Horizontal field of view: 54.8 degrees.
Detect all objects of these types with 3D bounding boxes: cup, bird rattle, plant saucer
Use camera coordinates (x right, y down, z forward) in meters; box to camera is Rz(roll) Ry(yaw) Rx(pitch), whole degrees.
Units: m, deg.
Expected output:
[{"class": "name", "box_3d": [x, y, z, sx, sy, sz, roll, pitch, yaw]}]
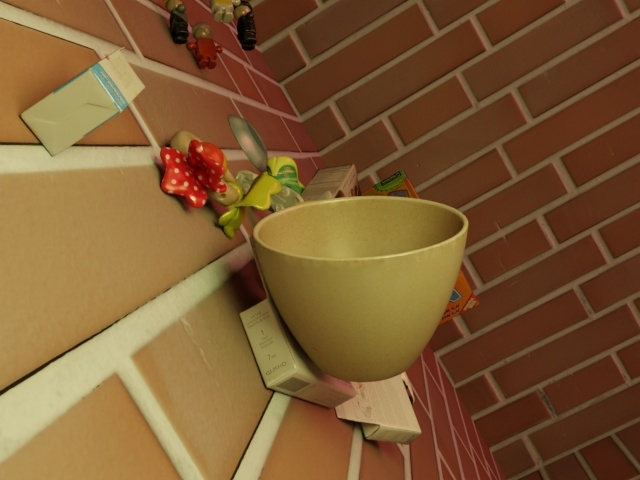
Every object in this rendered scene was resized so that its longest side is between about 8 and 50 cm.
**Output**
[{"class": "cup", "box_3d": [0.067, 0.082, 0.989, 0.331, 0.330, 0.237, -87, 174, -73]}, {"class": "bird rattle", "box_3d": [-0.207, -0.115, 1.113, 0.253, 0.143, 0.207, 25, 22, -52]}, {"class": "plant saucer", "box_3d": [-0.198, -0.288, 1.783, 0.195, 0.037, 0.195, 58, 10, -17]}]

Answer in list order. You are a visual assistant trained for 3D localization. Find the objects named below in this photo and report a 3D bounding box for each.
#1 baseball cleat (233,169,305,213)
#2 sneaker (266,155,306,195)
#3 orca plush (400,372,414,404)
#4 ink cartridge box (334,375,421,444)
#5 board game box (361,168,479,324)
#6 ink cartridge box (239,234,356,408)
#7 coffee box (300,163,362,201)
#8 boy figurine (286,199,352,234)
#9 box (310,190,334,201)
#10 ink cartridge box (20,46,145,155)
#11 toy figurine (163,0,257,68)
[{"class": "baseball cleat", "box_3d": [-0.103, -0.098, 1.416, 0.205, 0.072, 0.109, 34, -2, 14]}, {"class": "sneaker", "box_3d": [-0.087, -0.115, 1.736, 0.295, 0.109, 0.124, 54, 38, -54]}, {"class": "orca plush", "box_3d": [0.128, 0.304, 1.554, 0.102, 0.151, 0.287, 13, 43, -34]}, {"class": "ink cartridge box", "box_3d": [0.084, 0.308, 1.378, 0.238, 0.060, 0.275, 19, 35, -32]}, {"class": "board game box", "box_3d": [0.231, 0.070, 1.987, 0.356, 0.356, 0.356, 53, 12, -38]}, {"class": "ink cartridge box", "box_3d": [-0.052, 0.159, 1.129, 0.261, 0.066, 0.296, 66, 10, 29]}, {"class": "coffee box", "box_3d": [0.026, -0.073, 1.700, 0.297, 0.118, 0.168, -61, 141, -57]}, {"class": "boy figurine", "box_3d": [0.000, 0.000, 1.246, 0.092, 0.285, 0.177, -35, 99, -41]}, {"class": "box", "box_3d": [-0.005, 0.015, 1.453, 0.182, 0.181, 0.119, 55, 11, -28]}, {"class": "ink cartridge box", "box_3d": [-0.290, -0.183, 0.783, 0.062, 0.104, 0.181, 56, 10, -24]}, {"class": "toy figurine", "box_3d": [-0.293, -0.592, 1.663, 0.209, 0.213, 0.148, 32, 41, -61]}]
